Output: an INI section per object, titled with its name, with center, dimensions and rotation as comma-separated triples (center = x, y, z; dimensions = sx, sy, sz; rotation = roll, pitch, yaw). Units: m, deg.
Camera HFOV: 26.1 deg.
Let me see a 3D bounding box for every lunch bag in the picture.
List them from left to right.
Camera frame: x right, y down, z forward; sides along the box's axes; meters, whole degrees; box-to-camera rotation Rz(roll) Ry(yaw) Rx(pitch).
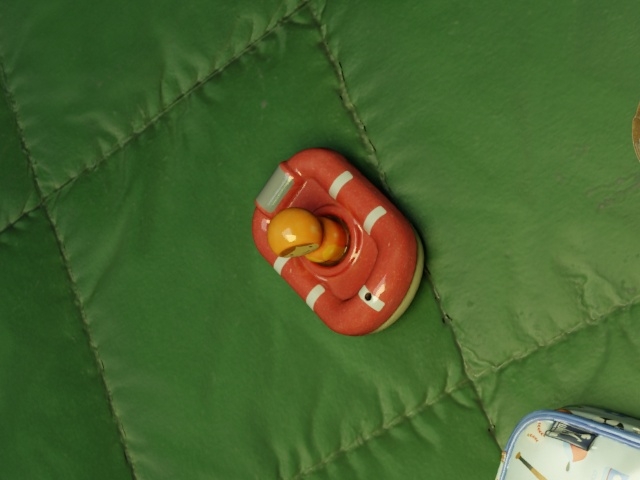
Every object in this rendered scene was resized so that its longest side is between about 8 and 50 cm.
[lunch bag]
center = 0.274, 0.309, 1.307
dimensions = 0.243, 0.115, 0.303
rotation = 18, 97, 32

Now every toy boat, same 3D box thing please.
[toy boat]
center = 0.000, 0.000, 1.497
dimensions = 0.231, 0.151, 0.151
rotation = 46, 110, 29

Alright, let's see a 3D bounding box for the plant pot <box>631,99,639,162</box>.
[plant pot]
center = 0.370, -0.091, 1.247
dimensions = 0.167, 0.165, 0.167
rotation = -3, 84, 34
